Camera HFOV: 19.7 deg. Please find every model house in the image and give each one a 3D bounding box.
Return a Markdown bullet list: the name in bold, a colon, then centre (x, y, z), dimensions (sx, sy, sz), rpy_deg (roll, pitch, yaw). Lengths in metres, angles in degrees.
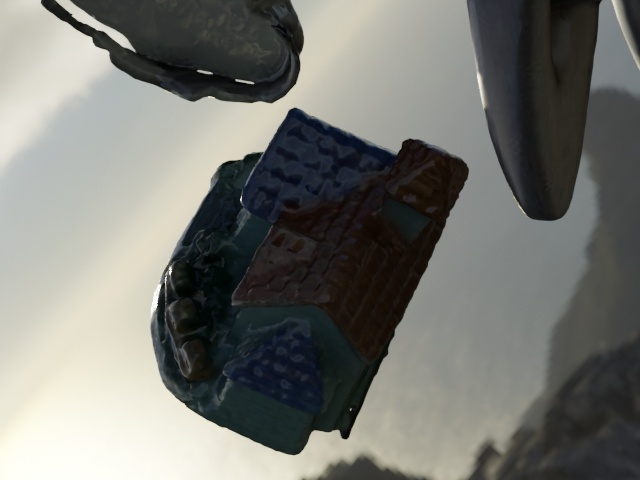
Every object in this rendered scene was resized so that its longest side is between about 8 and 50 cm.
- **model house**: centre (0.000, 0.000, 0.846), dimensions (0.148, 0.119, 0.148), rpy_deg (-62, 3, -38)

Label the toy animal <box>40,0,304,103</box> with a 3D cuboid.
- **toy animal**: centre (-0.053, -0.260, 1.040), dimensions (0.194, 0.258, 0.357), rpy_deg (120, 165, -47)

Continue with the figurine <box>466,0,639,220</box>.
- **figurine**: centre (0.040, -0.188, 0.672), dimensions (0.361, 0.377, 0.266), rpy_deg (-5, 6, 7)
